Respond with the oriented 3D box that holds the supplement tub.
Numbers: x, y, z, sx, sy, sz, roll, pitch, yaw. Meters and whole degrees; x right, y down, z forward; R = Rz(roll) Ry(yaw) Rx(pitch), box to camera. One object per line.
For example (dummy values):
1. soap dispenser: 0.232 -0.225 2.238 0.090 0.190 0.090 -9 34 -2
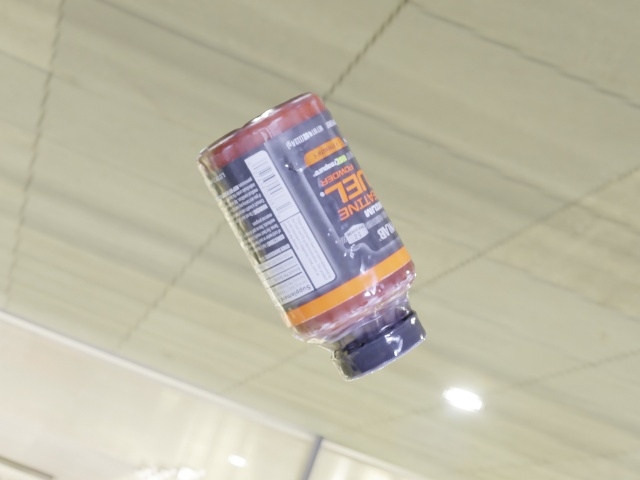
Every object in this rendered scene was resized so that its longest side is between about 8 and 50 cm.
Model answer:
1. supplement tub: 0.000 0.000 1.068 0.198 0.106 0.106 60 158 -3
